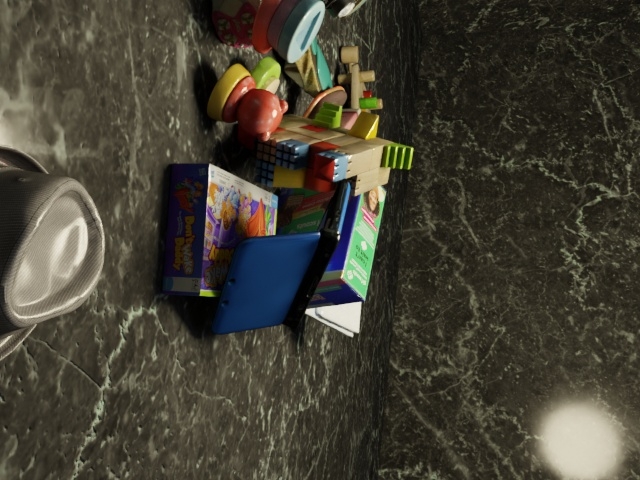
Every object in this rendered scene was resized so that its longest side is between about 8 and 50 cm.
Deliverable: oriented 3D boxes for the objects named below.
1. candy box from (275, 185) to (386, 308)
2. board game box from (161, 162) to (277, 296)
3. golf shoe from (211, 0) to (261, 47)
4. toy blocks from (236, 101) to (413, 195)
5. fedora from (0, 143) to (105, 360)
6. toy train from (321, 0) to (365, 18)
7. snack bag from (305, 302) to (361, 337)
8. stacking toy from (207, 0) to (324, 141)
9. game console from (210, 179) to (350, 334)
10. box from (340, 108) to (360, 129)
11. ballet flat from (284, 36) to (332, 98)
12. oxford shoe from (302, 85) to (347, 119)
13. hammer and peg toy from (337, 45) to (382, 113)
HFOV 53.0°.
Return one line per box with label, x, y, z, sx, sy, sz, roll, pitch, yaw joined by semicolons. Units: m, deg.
candy box;0.000;0.000;1.559;0.122;0.268;0.317;42;49;-41
board game box;-0.187;-0.003;1.282;0.347;0.078;0.234;19;74;-73
golf shoe;-0.178;-0.527;1.239;0.306;0.115;0.140;83;9;-54
toy blocks;-0.033;-0.184;1.390;0.260;0.381;0.191;-24;128;-51
fedora;-0.333;0.020;0.706;0.275;0.124;0.244;-64;150;-55
toy train;-0.013;-0.662;1.494;0.334;0.142;0.190;54;34;3
snack bag;0.008;0.065;1.778;0.342;0.037;0.323;31;57;-40
stacking toy;-0.075;-0.352;1.321;0.309;0.130;0.279;-59;175;12
game console;-0.077;0.033;1.242;0.293;0.173;0.250;115;-8;-45
box;0.029;-0.293;1.865;0.232;0.148;0.127;-59;146;-60
ballet flat;-0.050;-0.475;1.646;0.349;0.123;0.123;65;31;-63
oxford shoe;-0.001;-0.296;1.675;0.271;0.098;0.097;-50;161;-22
hammer and peg toy;0.144;-0.480;2.229;0.266;0.127;0.362;55;35;-66
